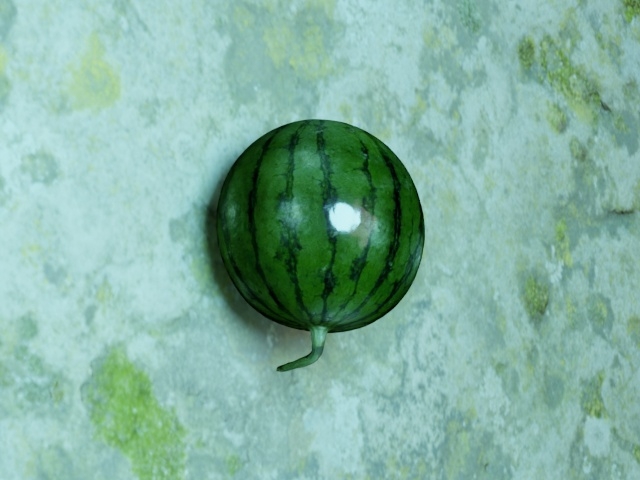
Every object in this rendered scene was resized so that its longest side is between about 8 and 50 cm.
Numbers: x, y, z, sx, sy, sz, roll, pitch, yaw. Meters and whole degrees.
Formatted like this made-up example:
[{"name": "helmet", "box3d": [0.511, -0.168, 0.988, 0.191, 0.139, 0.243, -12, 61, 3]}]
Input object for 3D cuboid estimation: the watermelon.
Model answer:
[{"name": "watermelon", "box3d": [0.000, 0.000, 1.482, 0.188, 0.188, 0.215, 22, 63, -46]}]
